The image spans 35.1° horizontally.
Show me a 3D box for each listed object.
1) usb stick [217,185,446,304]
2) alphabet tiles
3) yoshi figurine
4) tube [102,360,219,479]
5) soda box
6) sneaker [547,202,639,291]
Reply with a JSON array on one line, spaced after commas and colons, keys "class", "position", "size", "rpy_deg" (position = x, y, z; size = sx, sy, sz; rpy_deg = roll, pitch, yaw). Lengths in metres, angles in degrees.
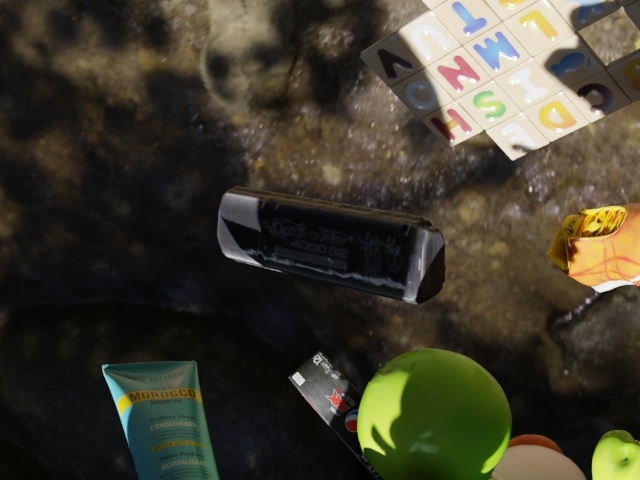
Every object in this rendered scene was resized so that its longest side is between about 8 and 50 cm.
[{"class": "usb stick", "position": [0.000, 0.000, 0.929], "size": [0.278, 0.045, 0.077], "rpy_deg": [11, 103, 46]}, {"class": "alphabet tiles", "position": [0.153, -0.157, 0.781], "size": [0.237, 0.009, 0.198], "rpy_deg": [-26, 122, 40]}, {"class": "yoshi figurine", "position": [0.144, 0.177, 0.797], "size": [0.203, 0.362, 0.203], "rpy_deg": [-46, 56, 20]}, {"class": "tube", "position": [-0.116, 0.159, 0.785], "size": [0.080, 0.207, 0.052], "rpy_deg": [4, 119, -23]}, {"class": "soda box", "position": [0.035, 0.209, 1.203], "size": [0.053, 0.169, 0.060], "rpy_deg": [-40, 138, -7]}, {"class": "sneaker", "position": [0.227, 0.001, 0.797], "size": [0.067, 0.064, 0.175], "rpy_deg": [28, 161, -2]}]
